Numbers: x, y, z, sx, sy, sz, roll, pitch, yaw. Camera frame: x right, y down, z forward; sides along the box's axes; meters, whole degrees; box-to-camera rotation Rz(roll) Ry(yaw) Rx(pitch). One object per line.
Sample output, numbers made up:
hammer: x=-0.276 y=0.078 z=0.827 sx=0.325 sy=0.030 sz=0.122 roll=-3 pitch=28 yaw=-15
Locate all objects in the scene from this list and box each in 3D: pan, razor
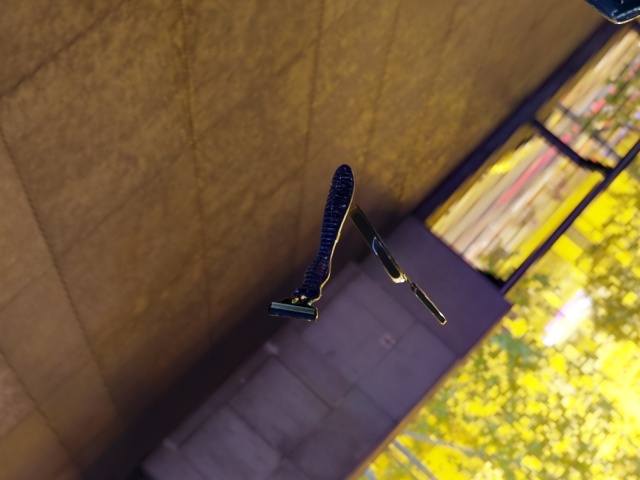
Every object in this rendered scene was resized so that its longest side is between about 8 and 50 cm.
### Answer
pan: x=0.111 y=0.043 z=1.608 sx=0.028 sy=0.235 sz=0.136 roll=-37 pitch=-160 yaw=3
razor: x=0.001 y=0.003 z=0.926 sx=0.028 sy=0.044 sz=0.154 roll=61 pitch=41 yaw=-51

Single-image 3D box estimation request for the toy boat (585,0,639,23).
toy boat: x=0.242 y=-0.348 z=1.082 sx=0.096 sy=0.299 sz=0.061 roll=-23 pitch=-150 yaw=44
